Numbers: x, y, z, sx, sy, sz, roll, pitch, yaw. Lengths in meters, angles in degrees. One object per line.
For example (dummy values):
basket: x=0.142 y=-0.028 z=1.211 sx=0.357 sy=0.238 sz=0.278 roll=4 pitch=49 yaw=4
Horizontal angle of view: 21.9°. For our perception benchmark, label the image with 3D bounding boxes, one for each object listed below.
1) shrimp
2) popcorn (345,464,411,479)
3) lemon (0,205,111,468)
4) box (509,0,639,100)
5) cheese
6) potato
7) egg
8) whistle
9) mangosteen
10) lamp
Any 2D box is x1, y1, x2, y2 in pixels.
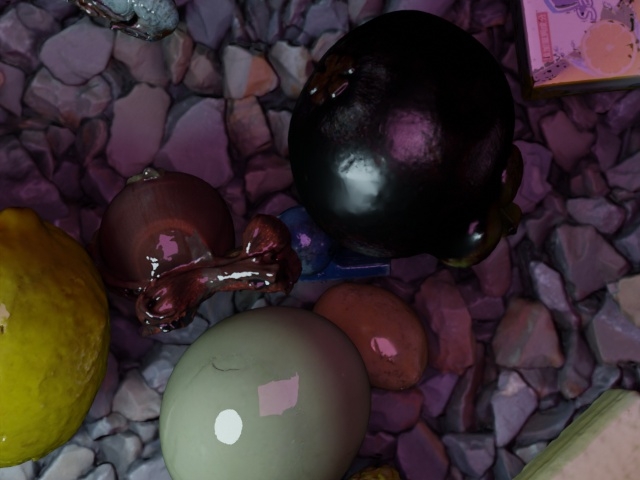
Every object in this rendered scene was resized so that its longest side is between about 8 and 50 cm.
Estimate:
shrimp: x=-0.267 y=-0.299 z=1.898 sx=0.233 sy=0.079 sz=0.090 roll=25 pitch=49 yaw=3
popcorn: x=0.065 y=0.311 z=1.834 sx=0.116 sy=0.106 sz=0.121 roll=22 pitch=85 yaw=11
lemon: x=-0.349 y=0.106 z=1.764 sx=0.260 sy=0.260 sz=0.284 roll=38 pitch=100 yaw=2
box: x=0.299 y=-0.300 z=1.895 sx=0.168 sy=0.097 sz=0.265 roll=-5 pitch=85 yaw=-2
cheese: x=0.322 y=0.335 z=1.827 sx=0.265 sy=0.124 sz=0.242 roll=-43 pitch=93 yaw=-5
potato: x=0.058 y=0.106 z=1.854 sx=0.147 sy=0.112 sz=0.112 roll=34 pitch=85 yaw=9
egg: x=-0.061 y=0.187 z=1.774 sx=0.219 sy=0.219 sz=0.269 roll=34 pitch=118 yaw=2
whistle: x=0.000 y=0.000 z=1.870 sx=0.158 sy=0.090 sz=0.090 roll=-5 pitch=85 yaw=-1
mangosteen: x=0.112 y=-0.096 z=1.813 sx=0.302 sy=0.275 sz=0.275 roll=35 pitch=85 yaw=-28
lamp: x=-0.145 y=0.010 z=1.824 sx=0.215 sy=0.151 sz=0.223 roll=-28 pitch=64 yaw=-1
